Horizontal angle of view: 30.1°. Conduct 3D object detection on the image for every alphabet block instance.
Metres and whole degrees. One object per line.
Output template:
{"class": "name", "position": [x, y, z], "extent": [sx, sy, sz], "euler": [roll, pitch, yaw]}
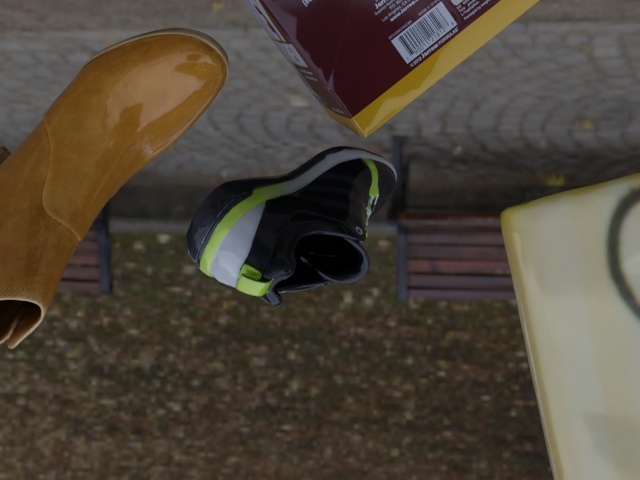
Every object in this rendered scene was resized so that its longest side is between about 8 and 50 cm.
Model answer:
{"class": "alphabet block", "position": [0.206, 0.066, 0.486], "extent": [0.192, 0.197, 0.193], "euler": [-13, 171, 26]}

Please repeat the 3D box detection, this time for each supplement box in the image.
{"class": "supplement box", "position": [0.037, -0.221, 0.939], "extent": [0.191, 0.194, 0.129], "euler": [-38, -163, -1]}

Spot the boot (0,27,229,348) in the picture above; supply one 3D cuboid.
{"class": "boot", "position": [-0.195, -0.028, 0.936], "extent": [0.295, 0.211, 0.104], "euler": [-28, 128, 24]}

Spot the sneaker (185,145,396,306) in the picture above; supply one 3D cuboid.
{"class": "sneaker", "position": [0.000, 0.000, 0.862], "extent": [0.097, 0.084, 0.234], "euler": [37, -147, 21]}
